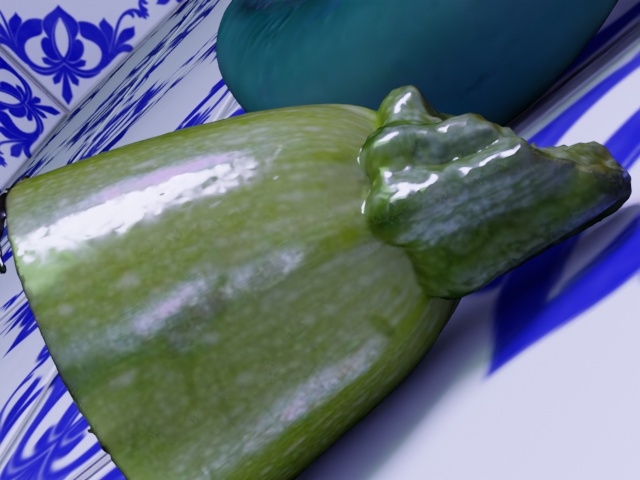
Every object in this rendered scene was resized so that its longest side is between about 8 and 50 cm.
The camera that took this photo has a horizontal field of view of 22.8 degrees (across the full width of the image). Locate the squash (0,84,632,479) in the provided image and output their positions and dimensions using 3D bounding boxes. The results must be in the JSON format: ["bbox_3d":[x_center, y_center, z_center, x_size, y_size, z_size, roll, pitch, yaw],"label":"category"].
[{"bbox_3d":[0.004,-0.001,0.380,0.132,0.105,0.105,-30,15,9],"label":"squash"}]

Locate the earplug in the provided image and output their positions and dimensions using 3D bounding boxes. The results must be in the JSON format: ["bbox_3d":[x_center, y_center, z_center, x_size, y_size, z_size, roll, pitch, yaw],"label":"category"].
[{"bbox_3d":[0.091,-0.157,0.515,0.280,0.164,0.257,-39,-29,-25],"label":"earplug"}]
